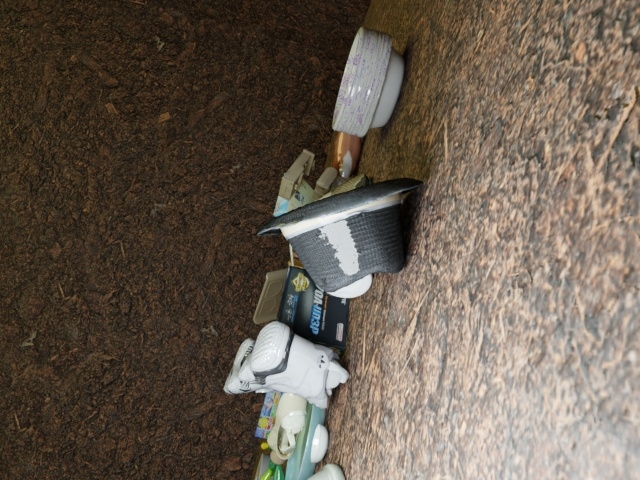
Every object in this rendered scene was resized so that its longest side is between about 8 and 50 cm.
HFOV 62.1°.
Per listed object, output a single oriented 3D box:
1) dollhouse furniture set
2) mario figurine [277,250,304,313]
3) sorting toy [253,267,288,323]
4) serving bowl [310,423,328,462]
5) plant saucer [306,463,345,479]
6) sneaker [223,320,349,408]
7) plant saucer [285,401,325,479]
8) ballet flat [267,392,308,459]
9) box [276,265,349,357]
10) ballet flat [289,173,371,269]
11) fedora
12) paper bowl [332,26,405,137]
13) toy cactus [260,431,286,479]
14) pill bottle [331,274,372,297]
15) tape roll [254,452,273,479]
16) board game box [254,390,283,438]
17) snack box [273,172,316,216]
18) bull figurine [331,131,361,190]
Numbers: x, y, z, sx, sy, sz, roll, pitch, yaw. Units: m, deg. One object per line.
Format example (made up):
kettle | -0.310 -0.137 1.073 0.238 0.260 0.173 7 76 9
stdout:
dollhouse furniture set | 0.005 -0.179 1.820 0.161 0.242 0.212 -58 -7 -36
mario figurine | -0.059 0.200 2.049 0.198 0.170 0.321 -24 -47 -39
sorting toy | -0.132 0.205 2.147 0.307 0.041 0.229 -9 -55 -46
serving bowl | 0.001 0.459 1.197 0.083 0.027 0.083 -166 90 -86
plant saucer | -0.048 0.602 0.947 0.400 0.100 0.400 -165 90 -85
sneaker | -0.086 0.314 1.237 0.366 0.210 0.137 -45 21 55
plant saucer | -0.037 0.515 1.388 0.317 0.043 0.318 -165 90 -85
ballet flat | -0.075 0.469 1.342 0.086 0.086 0.248 -83 7 -53
box | -0.018 0.177 1.352 0.220 0.175 0.051 -80 7 -45
ballet flat | 0.000 0.000 1.608 0.164 0.182 0.483 -81 8 -55
fedora | 0.050 0.002 0.935 0.334 0.334 0.153 155 98 -84
paper bowl | 0.137 -0.426 1.466 0.284 0.148 0.284 -165 90 -85
toy cactus | -0.120 0.655 1.565 0.219 0.112 0.180 -91 13 -46
pill bottle | 0.062 0.019 1.217 0.208 0.119 0.119 -82 8 -48
tape roll | -0.213 0.932 2.024 0.219 0.072 0.219 -167 90 -85
board game box | -0.123 0.554 1.698 0.035 0.136 0.201 -89 15 -67
snack box | -0.047 -0.090 1.992 0.322 0.060 0.187 46 -135 -44
bull figurine | 0.090 -0.312 1.936 0.188 0.101 0.310 -125 48 -86
